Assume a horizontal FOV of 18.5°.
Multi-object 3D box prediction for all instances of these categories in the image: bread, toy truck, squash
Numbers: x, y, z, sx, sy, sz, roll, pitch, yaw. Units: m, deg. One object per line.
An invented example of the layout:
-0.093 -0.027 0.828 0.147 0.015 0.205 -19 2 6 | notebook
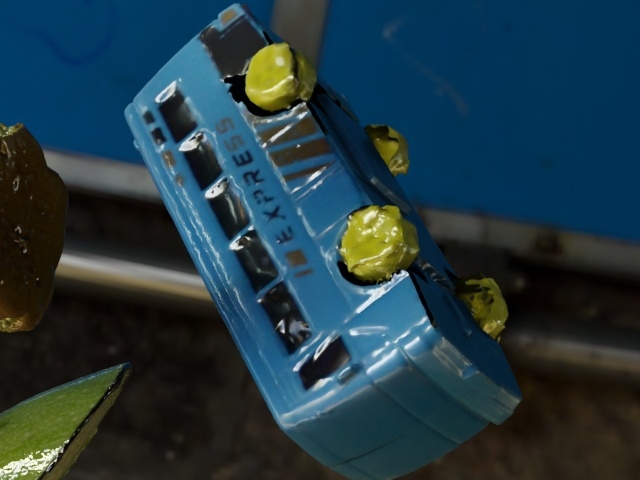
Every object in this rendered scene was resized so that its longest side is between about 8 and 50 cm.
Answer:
-0.216 -0.012 1.242 0.069 0.128 0.140 -4 -28 21 | bread
0.000 0.000 1.429 0.162 0.385 0.161 -40 -41 11 | toy truck
-0.247 0.163 1.713 0.085 0.184 0.192 35 -3 1 | squash
